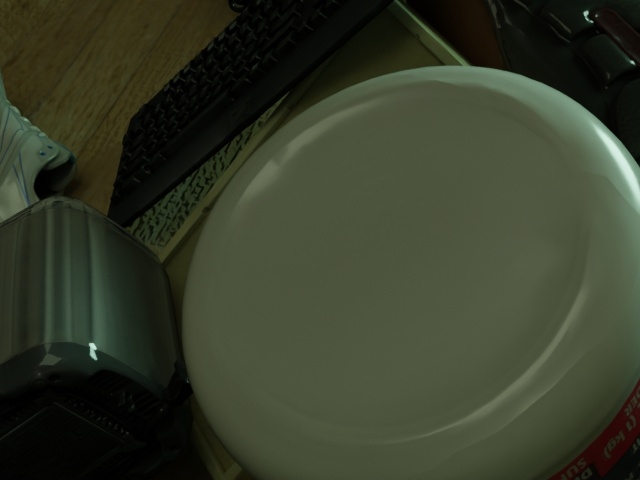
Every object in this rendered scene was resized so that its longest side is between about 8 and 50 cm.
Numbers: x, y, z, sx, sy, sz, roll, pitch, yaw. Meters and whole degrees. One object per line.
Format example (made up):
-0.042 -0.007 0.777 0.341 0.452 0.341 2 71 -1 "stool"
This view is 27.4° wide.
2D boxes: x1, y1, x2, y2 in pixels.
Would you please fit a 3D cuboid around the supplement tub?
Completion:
0.075 0.069 0.587 0.191 0.272 0.191 -12 57 19 "supplement tub"

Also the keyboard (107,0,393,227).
-0.037 -0.147 0.862 0.317 0.033 0.201 -35 31 39 "keyboard"

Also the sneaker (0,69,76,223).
-0.221 -0.062 0.960 0.083 0.071 0.190 -15 57 -1 "sneaker"

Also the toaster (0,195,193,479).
-0.166 0.076 0.754 0.227 0.129 0.146 -35 41 21 "toaster"

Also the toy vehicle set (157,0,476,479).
0.000 0.000 0.763 0.267 0.035 0.166 -49 48 15 "toy vehicle set"

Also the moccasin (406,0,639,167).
0.159 -0.049 0.766 0.139 0.147 0.380 -26 60 -24 "moccasin"
